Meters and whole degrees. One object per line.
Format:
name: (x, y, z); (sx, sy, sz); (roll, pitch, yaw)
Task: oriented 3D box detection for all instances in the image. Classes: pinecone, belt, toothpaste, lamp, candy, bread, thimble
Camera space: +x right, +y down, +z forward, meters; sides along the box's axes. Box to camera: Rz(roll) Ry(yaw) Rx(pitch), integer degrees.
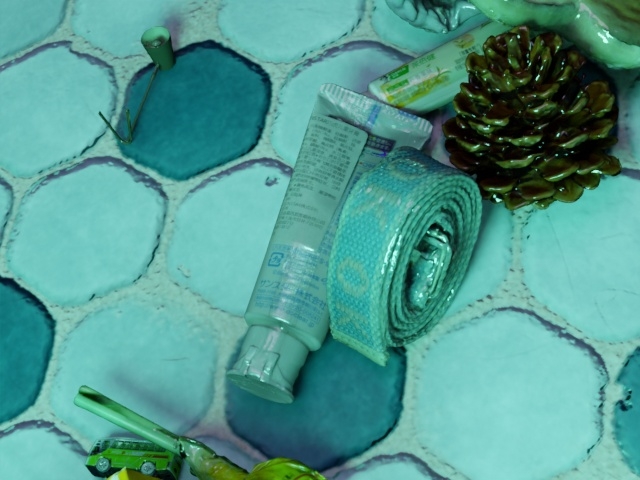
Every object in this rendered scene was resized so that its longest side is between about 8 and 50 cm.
pinecone: (0.183, -0.107, 1.227); (0.173, 0.173, 0.174); (-8, 59, 13)
belt: (0.076, 0.008, 1.197); (0.082, 0.163, 0.147); (31, 54, 33)
toothpaste: (0.000, 0.000, 1.264); (0.114, 0.073, 0.299); (21, 71, 5)
lamp: (-0.184, -0.161, 1.442); (0.041, 0.054, 0.121); (12, 58, 23)
candy: (-0.105, 0.186, 1.184); (0.262, 0.077, 0.073); (23, 74, 23)
toothpaste: (0.156, -0.181, 1.345); (0.314, 0.058, 0.056); (-26, 15, -4)
bread: (0.230, -0.233, 1.289); (0.232, 0.064, 0.172); (16, 45, -7)
thimble: (0.109, -0.287, 1.359); (0.127, 0.151, 0.118); (-29, 54, 16)

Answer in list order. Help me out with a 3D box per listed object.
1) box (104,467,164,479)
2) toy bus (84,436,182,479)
box: (-0.132, 0.360, 0.992); (0.259, 0.214, 0.284); (-36, 54, 20)
toy bus: (-0.166, 0.196, 1.234); (0.083, 0.031, 0.037); (1, 56, 17)
